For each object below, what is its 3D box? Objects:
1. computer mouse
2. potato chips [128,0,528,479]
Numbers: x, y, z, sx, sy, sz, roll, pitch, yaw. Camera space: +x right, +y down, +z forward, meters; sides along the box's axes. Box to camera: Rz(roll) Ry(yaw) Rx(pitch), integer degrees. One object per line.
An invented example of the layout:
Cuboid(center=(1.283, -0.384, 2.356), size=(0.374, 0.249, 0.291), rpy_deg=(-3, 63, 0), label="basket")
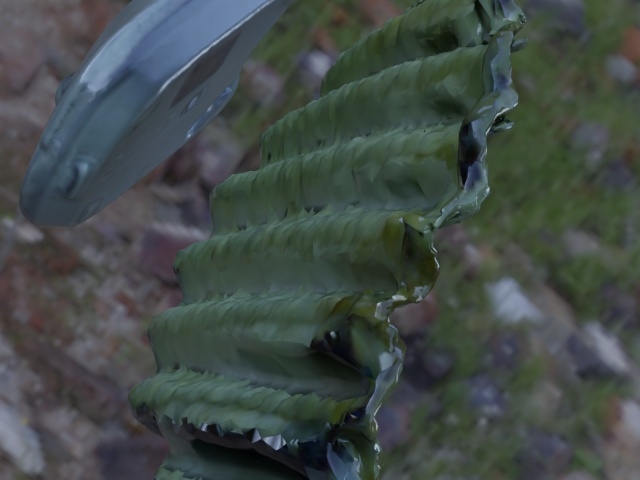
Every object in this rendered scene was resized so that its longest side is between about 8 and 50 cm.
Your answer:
Cuboid(center=(-0.125, -0.129, 1.409), size=(0.095, 0.197, 0.331), rpy_deg=(35, 34, 7), label="computer mouse")
Cuboid(center=(0.000, 0.000, 1.101), size=(0.070, 0.358, 0.429), rpy_deg=(29, -11, -17), label="potato chips")
